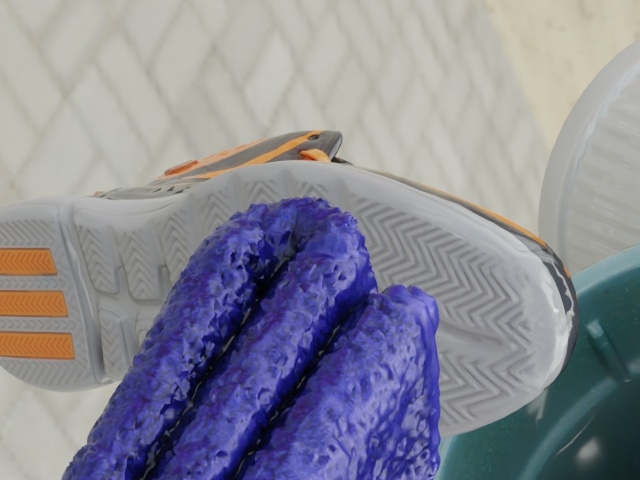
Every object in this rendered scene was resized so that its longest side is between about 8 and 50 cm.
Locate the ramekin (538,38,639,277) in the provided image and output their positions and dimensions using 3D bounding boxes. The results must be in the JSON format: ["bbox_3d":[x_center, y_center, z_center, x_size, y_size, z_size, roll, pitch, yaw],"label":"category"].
[{"bbox_3d":[0.245,-0.020,1.153,0.207,0.109,0.207,-16,119,-31],"label":"ramekin"}]

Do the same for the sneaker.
[{"bbox_3d":[0.000,0.000,0.870,0.180,0.321,0.124,-26,115,-49],"label":"sneaker"}]

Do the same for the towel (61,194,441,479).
[{"bbox_3d":[-0.020,0.164,0.574,0.308,0.076,0.227,84,25,-46],"label":"towel"}]

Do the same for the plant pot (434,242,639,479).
[{"bbox_3d":[0.262,0.216,1.059,0.334,0.341,0.341,54,37,-54],"label":"plant pot"}]
